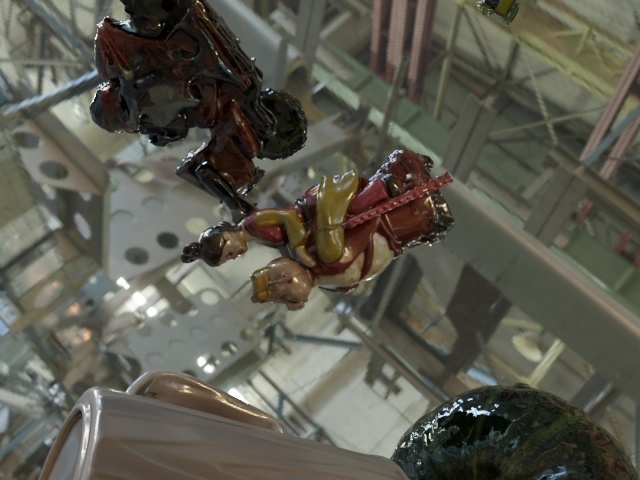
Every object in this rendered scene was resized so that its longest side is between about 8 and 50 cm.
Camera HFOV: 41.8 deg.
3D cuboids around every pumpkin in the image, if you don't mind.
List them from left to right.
[{"bbox_3d":[0.192,0.298,0.852,0.207,0.300,0.300,35,-8,-40],"label":"pumpkin"}]

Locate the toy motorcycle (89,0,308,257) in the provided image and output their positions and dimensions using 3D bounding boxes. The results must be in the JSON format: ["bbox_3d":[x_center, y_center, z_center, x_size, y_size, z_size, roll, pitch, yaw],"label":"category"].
[{"bbox_3d":[-0.127,-0.130,0.990,0.401,0.207,0.134,48,17,-21],"label":"toy motorcycle"}]

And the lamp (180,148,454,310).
[{"bbox_3d":[0.000,0.000,0.798,0.118,0.253,0.118,61,-12,24],"label":"lamp"}]

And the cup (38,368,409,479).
[{"bbox_3d":[-0.076,0.217,0.656,0.273,0.288,0.208,20,-38,-20],"label":"cup"}]

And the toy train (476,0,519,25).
[{"bbox_3d":[0.367,-0.483,1.721,0.081,0.060,0.202,29,15,4],"label":"toy train"}]
